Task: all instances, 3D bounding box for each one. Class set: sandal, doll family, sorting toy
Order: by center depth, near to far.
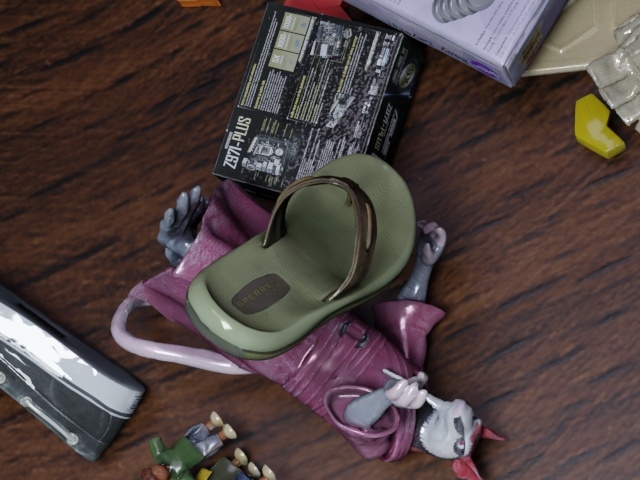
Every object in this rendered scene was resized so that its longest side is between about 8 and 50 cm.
[{"bbox_3d":[0.001,0.001,1.626,0.120,0.303,0.086,31,125,11],"label":"sandal"},{"bbox_3d":[-0.089,0.254,1.804,0.111,0.076,0.193,-37,58,-19],"label":"doll family"},{"bbox_3d":[0.272,-0.216,1.879,0.229,0.041,0.307,-3,71,12],"label":"sorting toy"}]

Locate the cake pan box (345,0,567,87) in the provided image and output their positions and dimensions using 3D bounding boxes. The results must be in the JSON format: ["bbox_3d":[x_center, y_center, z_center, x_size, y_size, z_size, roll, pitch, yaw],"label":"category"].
[{"bbox_3d":[0.142,-0.313,1.846,0.245,0.070,0.267,28,85,19],"label":"cake pan box"}]

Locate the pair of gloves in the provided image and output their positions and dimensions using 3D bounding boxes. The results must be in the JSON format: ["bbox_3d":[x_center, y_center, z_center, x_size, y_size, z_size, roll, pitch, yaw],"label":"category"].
[{"bbox_3d":[0.299,-0.231,1.829,0.204,0.042,0.240,-44,61,3],"label":"pair of gloves"}]

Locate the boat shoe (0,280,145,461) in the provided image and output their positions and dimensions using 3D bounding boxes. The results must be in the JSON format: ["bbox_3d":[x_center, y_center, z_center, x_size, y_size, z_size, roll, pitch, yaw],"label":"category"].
[{"bbox_3d":[-0.320,0.100,1.890,0.306,0.113,0.105,34,94,-3],"label":"boat shoe"}]

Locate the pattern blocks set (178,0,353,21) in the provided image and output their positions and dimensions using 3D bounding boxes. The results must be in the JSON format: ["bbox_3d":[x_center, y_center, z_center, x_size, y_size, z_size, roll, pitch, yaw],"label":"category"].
[{"bbox_3d":[-0.055,-0.358,2.034,0.324,0.026,0.285,25,80,24],"label":"pattern blocks set"}]

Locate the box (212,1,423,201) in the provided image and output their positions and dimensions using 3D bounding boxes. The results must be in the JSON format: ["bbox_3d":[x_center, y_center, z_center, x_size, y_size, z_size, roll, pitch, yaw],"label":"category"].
[{"bbox_3d":[-0.001,-0.122,1.897,0.147,0.077,0.180,15,84,21],"label":"box"}]

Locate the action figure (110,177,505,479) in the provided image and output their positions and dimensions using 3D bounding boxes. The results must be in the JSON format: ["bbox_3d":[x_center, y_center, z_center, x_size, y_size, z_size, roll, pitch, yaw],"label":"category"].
[{"bbox_3d":[-0.005,0.111,1.767,0.370,0.248,0.276,40,122,1],"label":"action figure"}]
